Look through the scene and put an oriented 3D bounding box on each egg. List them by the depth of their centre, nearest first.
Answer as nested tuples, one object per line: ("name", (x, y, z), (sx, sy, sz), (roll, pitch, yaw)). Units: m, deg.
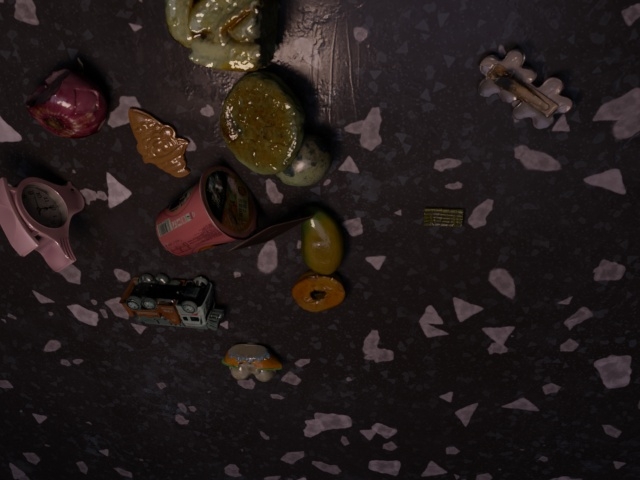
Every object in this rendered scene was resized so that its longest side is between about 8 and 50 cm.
("egg", (-0.052, -0.220, 1.540), (0.182, 0.141, 0.141), (-24, 116, 29))

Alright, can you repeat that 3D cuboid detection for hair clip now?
("hair clip", (0.515, -0.383, 1.392), (0.257, 0.075, 0.146), (25, 125, -15))

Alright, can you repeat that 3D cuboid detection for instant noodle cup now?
("instant noodle cup", (-0.354, -0.069, 1.654), (0.255, 0.244, 0.244), (-24, 117, 32))

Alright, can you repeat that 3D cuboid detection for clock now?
("clock", (-0.817, -0.051, 1.662), (0.080, 0.275, 0.290), (-27, 87, 22))
("clock", (-0.253, 0.459, 2.036), (0.231, 0.103, 0.144), (3, 125, 10))

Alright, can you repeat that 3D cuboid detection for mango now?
("mango", (0.007, 0.002, 1.705), (0.137, 0.091, 0.237), (2, 123, 2))

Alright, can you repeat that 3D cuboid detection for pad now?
("pad", (-0.152, -0.018, 1.640), (0.266, 0.176, 0.002), (-26, 82, 48))

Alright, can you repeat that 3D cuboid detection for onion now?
("onion", (-0.694, -0.369, 1.529), (0.208, 0.200, 0.200), (-27, 115, 10))

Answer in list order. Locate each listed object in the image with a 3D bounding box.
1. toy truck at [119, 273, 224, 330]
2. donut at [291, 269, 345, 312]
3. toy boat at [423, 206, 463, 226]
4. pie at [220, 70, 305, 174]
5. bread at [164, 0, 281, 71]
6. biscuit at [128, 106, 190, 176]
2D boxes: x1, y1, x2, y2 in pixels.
("toy truck", (-0.499, 0.228, 1.911), (0.339, 0.132, 0.184), (3, 133, 10))
("donut", (-0.004, 0.162, 1.828), (0.179, 0.065, 0.162), (-16, 124, 17))
("toy boat", (0.367, -0.069, 1.645), (0.115, 0.016, 0.063), (2, 122, 8))
("pie", (-0.155, -0.314, 1.484), (0.277, 0.078, 0.276), (10, 110, 28))
("bread", (-0.229, -0.600, 1.261), (0.264, 0.239, 0.395), (8, 118, 8))
("biscuit", (-0.481, -0.289, 1.631), (0.163, 0.035, 0.250), (-30, 112, 20))
